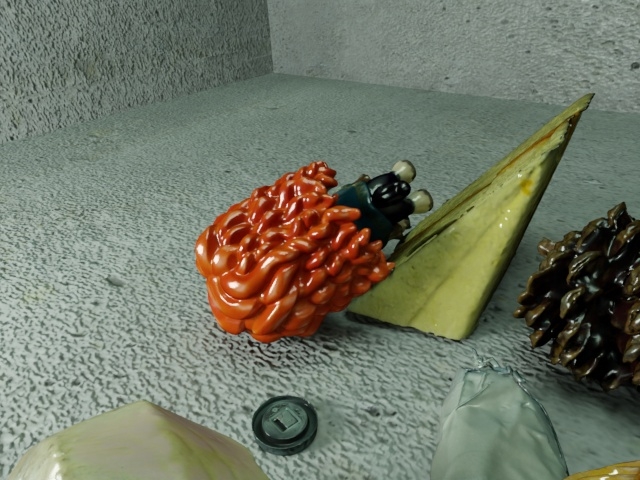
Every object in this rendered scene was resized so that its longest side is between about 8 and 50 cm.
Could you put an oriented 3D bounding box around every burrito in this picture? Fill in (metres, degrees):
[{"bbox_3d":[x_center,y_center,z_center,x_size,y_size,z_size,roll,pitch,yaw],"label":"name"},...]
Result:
[{"bbox_3d":[0.173,0.253,0.483,0.139,0.101,0.445,9,30,14],"label":"burrito"}]

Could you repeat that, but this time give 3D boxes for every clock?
[{"bbox_3d":[-0.045,0.232,0.627,0.085,0.017,0.085,-2,30,1],"label":"clock"}]

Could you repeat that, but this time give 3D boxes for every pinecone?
[{"bbox_3d":[0.397,0.082,0.648,0.257,0.243,0.243,33,38,9],"label":"pinecone"}]

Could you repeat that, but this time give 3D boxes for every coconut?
[{"bbox_3d":[-0.133,0.259,0.377,0.259,0.259,0.259,-2,29,1],"label":"coconut"}]

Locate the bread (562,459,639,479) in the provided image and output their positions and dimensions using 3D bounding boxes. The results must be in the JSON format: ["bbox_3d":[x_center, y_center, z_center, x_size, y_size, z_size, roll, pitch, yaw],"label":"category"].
[{"bbox_3d":[0.257,0.266,0.358,0.199,0.104,0.199,25,44,-27],"label":"bread"}]

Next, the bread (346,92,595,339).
[{"bbox_3d":[0.257,-0.074,0.843,0.242,0.404,0.346,22,24,20],"label":"bread"}]

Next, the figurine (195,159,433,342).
[{"bbox_3d":[0.002,-0.002,0.816,0.306,0.241,0.412,-15,10,37],"label":"figurine"}]
